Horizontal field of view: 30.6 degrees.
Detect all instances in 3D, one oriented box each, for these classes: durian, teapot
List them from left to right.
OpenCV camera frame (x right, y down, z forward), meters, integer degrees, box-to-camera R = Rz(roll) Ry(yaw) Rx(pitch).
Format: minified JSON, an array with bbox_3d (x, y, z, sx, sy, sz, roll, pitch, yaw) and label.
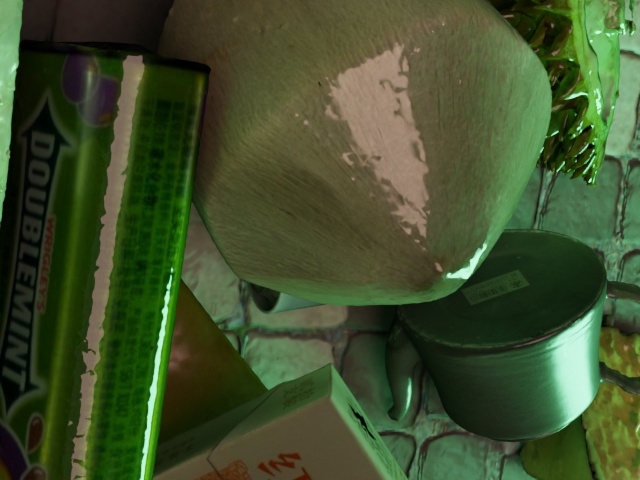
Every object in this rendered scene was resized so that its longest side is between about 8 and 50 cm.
[{"bbox_3d":[0.163,0.093,0.927,0.239,0.162,0.149,-11,118,8],"label":"teapot"},{"bbox_3d":[0.182,-0.217,0.860,0.198,0.163,0.394,-10,107,-25],"label":"durian"}]

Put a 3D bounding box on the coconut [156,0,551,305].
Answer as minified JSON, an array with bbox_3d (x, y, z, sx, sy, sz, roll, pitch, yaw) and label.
[{"bbox_3d":[0.023,-0.074,0.759,0.237,0.266,0.237,-24,147,-17],"label":"coconut"}]

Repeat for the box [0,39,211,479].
[{"bbox_3d":[-0.148,0.054,0.700,0.097,0.134,0.346,5,98,-38],"label":"box"}]

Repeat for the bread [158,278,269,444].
[{"bbox_3d":[-0.132,0.098,0.851,0.138,0.077,0.361,-38,113,-9],"label":"bread"}]

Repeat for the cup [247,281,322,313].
[{"bbox_3d":[0.000,0.000,0.892,0.116,0.074,0.104,-4,75,-24],"label":"cup"}]

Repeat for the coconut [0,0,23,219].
[{"bbox_3d":[-0.323,-0.053,0.557,0.344,0.415,0.415,15,97,9],"label":"coconut"}]

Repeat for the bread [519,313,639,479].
[{"bbox_3d":[0.310,0.193,1.038,0.266,0.178,0.142,16,127,-21],"label":"bread"}]

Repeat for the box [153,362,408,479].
[{"bbox_3d":[-0.102,0.245,0.833,0.365,0.051,0.205,-27,112,12],"label":"box"}]
